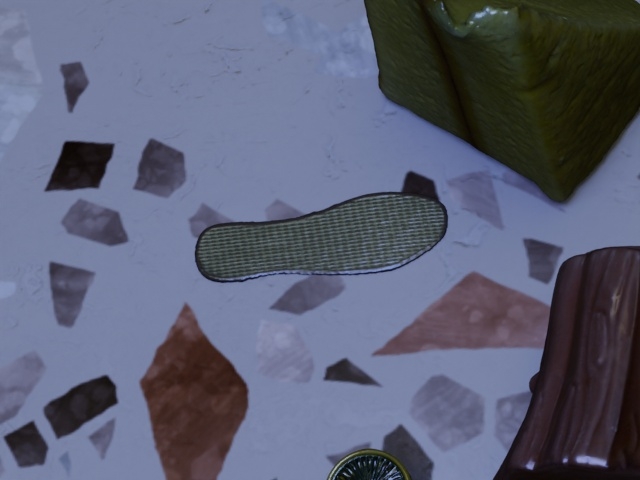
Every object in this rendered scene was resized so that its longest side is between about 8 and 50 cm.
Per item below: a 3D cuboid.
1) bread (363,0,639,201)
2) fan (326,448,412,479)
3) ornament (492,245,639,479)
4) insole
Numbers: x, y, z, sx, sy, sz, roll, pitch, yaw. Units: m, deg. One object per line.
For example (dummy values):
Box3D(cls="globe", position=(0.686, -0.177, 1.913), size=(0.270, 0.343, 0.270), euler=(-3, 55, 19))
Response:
Box3D(cls="bread", position=(0.177, -0.229, 1.635), size=(0.233, 0.362, 0.245), euler=(34, 79, 22))
Box3D(cls="fan", position=(0.011, 0.242, 1.632), size=(0.155, 0.039, 0.082), euler=(-15, 66, 8))
Box3D(cls="ornament", position=(0.281, 0.135, 1.554), size=(0.221, 0.235, 0.217), euler=(19, 66, -10))
Box3D(cls="insole", position=(0.000, 0.000, 1.758), size=(0.253, 0.005, 0.086), euler=(-9, 65, 6))
